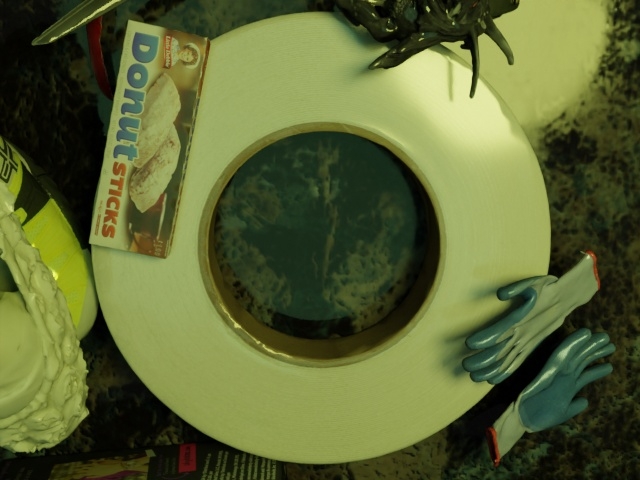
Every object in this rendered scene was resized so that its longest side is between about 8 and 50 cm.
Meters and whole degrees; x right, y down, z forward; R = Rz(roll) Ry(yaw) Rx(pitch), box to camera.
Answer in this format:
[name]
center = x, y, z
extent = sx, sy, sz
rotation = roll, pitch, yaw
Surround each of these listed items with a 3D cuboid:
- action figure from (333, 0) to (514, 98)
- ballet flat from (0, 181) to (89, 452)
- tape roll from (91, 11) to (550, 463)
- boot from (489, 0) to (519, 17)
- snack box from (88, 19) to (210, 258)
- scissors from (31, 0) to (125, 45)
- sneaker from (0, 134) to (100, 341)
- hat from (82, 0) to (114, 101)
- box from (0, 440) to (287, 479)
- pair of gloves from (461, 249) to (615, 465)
[action figure]
center = 0.052, -0.237, 0.613
extent = 0.164, 0.141, 0.276
rotation = -41, 87, -12
[ballet flat]
center = -0.272, 0.018, 0.575
extent = 0.147, 0.147, 0.409
rotation = -13, 119, 0
[tape roll]
center = 0.000, 0.000, 0.728
extent = 0.392, 0.072, 0.392
rotation = 0, 99, -3
[boot]
center = 0.178, -0.258, 0.701
extent = 0.198, 0.077, 0.137
rotation = -10, 104, 13
[snack box]
center = -0.135, -0.078, 0.664
extent = 0.064, 0.022, 0.178
rotation = 12, 98, -2
[scissors]
center = -0.103, -0.246, 0.670
extent = 0.297, 0.021, 0.109
rotation = -22, 104, -16
[sneaker]
center = -0.324, -0.058, 0.668
extent = 0.145, 0.147, 0.385
rotation = -35, 100, 2
[hat]
center = -0.233, -0.267, 0.700
extent = 0.173, 0.183, 0.208
rotation = 9, 55, -15
[box]
center = -0.158, 0.281, 0.728
extent = 0.270, 0.143, 0.165
rotation = -5, 98, -1
[pair of gloves]
center = 0.193, 0.100, 0.721
extent = 0.159, 0.023, 0.198
rotation = -34, 129, -20
